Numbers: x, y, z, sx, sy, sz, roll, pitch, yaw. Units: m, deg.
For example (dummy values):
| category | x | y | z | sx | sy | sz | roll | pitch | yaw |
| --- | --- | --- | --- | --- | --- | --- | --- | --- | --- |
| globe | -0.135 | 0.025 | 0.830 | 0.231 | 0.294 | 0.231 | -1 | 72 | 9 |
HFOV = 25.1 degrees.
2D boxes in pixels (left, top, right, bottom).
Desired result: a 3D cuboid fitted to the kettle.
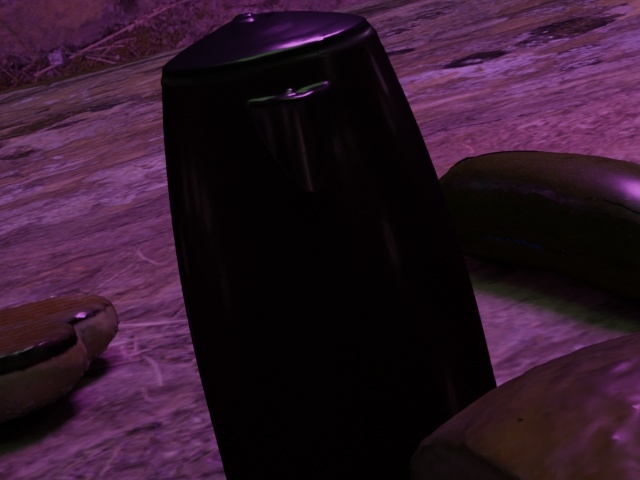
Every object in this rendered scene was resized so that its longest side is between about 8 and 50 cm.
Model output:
| category | x | y | z | sx | sy | sz | roll | pitch | yaw |
| --- | --- | --- | --- | --- | --- | --- | --- | --- | --- |
| kettle | 0.000 | 0.000 | 0.719 | 0.144 | 0.232 | 0.202 | -12 | 14 | 0 |

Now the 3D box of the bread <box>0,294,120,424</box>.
| category | x | y | z | sx | sy | sz | roll | pitch | yaw |
| --- | --- | --- | --- | --- | --- | --- | --- | --- | --- |
| bread | -0.269 | 0.100 | 0.928 | 0.287 | 0.056 | 0.207 | -15 | 12 | -5 |

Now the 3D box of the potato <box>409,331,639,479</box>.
| category | x | y | z | sx | sy | sz | roll | pitch | yaw |
| --- | --- | --- | --- | --- | --- | --- | --- | --- | --- |
| potato | 0.128 | 0.090 | 0.528 | 0.255 | 0.112 | 0.269 | 0 | 18 | 44 |

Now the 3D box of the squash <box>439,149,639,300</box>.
| category | x | y | z | sx | sy | sz | roll | pitch | yaw |
| --- | --- | --- | --- | --- | --- | --- | --- | --- | --- |
| squash | 0.170 | -0.010 | 0.905 | 0.087 | 0.087 | 0.331 | -19 | 17 | -22 |
